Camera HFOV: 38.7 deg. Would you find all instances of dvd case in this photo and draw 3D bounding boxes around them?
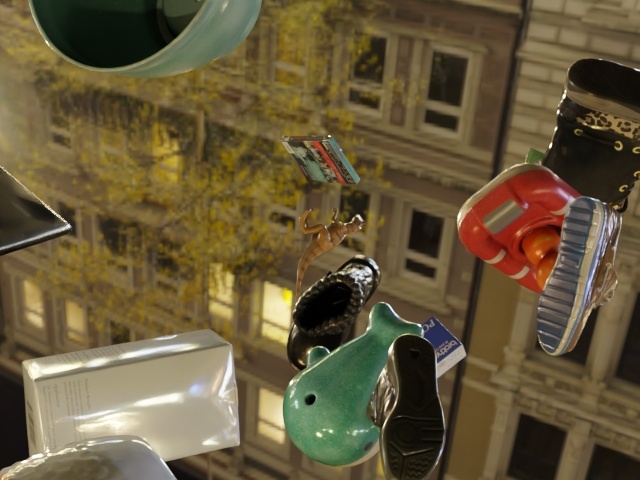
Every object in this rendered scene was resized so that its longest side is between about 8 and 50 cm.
[{"bbox_3d":[-0.002,-0.122,1.376,0.119,0.087,0.013,6,-131,51],"label":"dvd case"}]

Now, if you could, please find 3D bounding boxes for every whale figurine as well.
[{"bbox_3d":[0.046,0.223,1.440,0.216,0.272,0.141,35,-179,39],"label":"whale figurine"}]

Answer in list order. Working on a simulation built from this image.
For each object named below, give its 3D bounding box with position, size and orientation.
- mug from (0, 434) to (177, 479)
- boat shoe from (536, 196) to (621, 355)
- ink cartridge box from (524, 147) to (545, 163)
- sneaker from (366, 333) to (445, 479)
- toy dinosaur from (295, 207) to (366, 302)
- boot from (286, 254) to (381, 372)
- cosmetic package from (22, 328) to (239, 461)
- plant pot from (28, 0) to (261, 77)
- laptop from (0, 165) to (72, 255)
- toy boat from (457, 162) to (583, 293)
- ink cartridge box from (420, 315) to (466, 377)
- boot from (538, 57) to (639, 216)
[{"bbox_3d":[-0.274,0.407,1.008,0.328,0.276,0.374,-32,-131,-24],"label":"mug"},{"bbox_3d":[0.302,0.046,1.033,0.066,0.183,0.066,12,-172,-25],"label":"boat shoe"},{"bbox_3d":[0.498,-0.096,1.829,0.209,0.109,0.062,23,-124,15],"label":"ink cartridge box"},{"bbox_3d":[0.114,0.253,1.244,0.087,0.130,0.227,8,-134,-5],"label":"sneaker"},{"bbox_3d":[0.000,0.000,1.672,0.211,0.064,0.112,-40,-93,-23],"label":"toy dinosaur"},{"bbox_3d":[0.001,0.191,2.083,0.131,0.348,0.260,31,-162,6],"label":"boot"},{"bbox_3d":[-0.361,0.314,1.759,0.385,0.217,0.156,-6,-170,-26],"label":"cosmetic package"},{"bbox_3d":[-0.194,-0.333,1.156,0.293,0.293,0.196,19,-177,26],"label":"plant pot"},{"bbox_3d":[-0.647,-0.021,1.286,0.382,0.236,0.408,40,-163,5],"label":"laptop"},{"bbox_3d":[0.297,0.013,1.198,0.231,0.151,0.151,28,-148,-40],"label":"toy boat"},{"bbox_3d":[0.174,0.248,1.791,0.207,0.046,0.097,-36,-132,-10],"label":"ink cartridge box"},{"bbox_3d":[0.569,-0.135,1.604,0.377,0.284,0.138,22,-130,6],"label":"boot"}]
